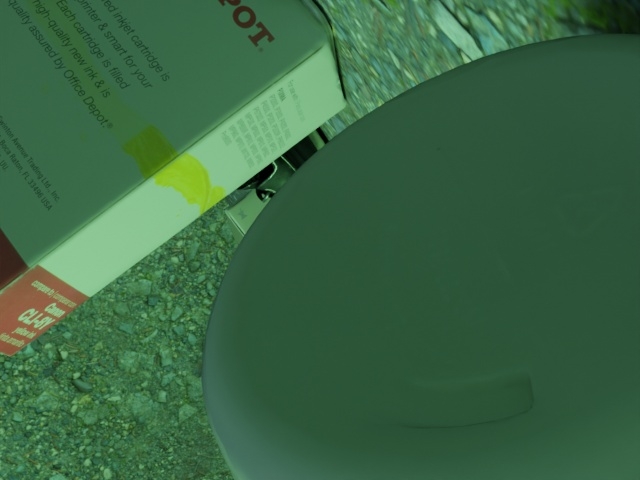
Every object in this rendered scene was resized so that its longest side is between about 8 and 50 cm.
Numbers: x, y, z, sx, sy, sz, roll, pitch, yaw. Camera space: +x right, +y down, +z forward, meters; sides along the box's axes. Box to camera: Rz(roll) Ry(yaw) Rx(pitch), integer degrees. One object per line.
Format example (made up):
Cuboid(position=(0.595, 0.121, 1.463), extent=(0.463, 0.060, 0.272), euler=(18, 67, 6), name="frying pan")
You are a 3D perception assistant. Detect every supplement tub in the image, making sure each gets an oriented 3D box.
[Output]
Cuboid(position=(0.123, 0.107, 0.492), extent=(0.325, 0.235, 0.235), euler=(58, 173, -36), name="supplement tub")

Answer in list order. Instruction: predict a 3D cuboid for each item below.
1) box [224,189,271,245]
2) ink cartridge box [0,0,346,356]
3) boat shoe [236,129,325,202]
Cuboid(position=(-0.074, -0.018, 1.882), extent=(0.094, 0.113, 0.275), euler=(53, 175, 7), name="box")
Cuboid(position=(-0.209, -0.129, 1.030), extent=(0.279, 0.384, 0.160), euler=(52, 177, 15), name="ink cartridge box")
Cuboid(position=(-0.061, -0.104, 1.297), extent=(0.127, 0.113, 0.340), euler=(47, 171, 46), name="boat shoe")
